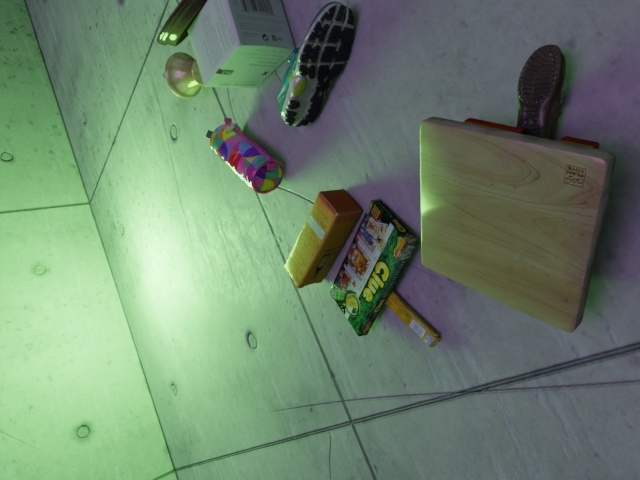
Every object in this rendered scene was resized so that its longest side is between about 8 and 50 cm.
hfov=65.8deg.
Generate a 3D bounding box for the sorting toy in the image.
[{"bbox_3d":[0.272,-0.040,0.706,0.257,0.089,0.255,27,136,43],"label":"sorting toy"}]

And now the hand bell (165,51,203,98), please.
[{"bbox_3d":[-0.288,-0.451,1.314,0.242,0.126,0.126,6,104,37],"label":"hand bell"}]

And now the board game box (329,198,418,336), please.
[{"bbox_3d":[0.099,0.060,1.007,0.136,0.030,0.259,52,134,37],"label":"board game box"}]

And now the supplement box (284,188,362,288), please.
[{"bbox_3d":[0.000,0.000,1.085,0.080,0.078,0.233,50,132,30],"label":"supplement box"}]

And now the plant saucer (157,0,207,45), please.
[{"bbox_3d":[-0.290,-0.572,1.190,0.041,0.277,0.278,40,145,-20],"label":"plant saucer"}]

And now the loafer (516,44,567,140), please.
[{"bbox_3d":[0.308,-0.194,0.691,0.056,0.050,0.147,26,120,41],"label":"loafer"}]

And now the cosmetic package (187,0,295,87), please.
[{"bbox_3d":[-0.183,-0.459,1.129,0.184,0.151,0.151,-24,81,51],"label":"cosmetic package"}]

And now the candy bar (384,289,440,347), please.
[{"bbox_3d":[0.170,0.145,0.965,0.161,0.018,0.040,45,130,33],"label":"candy bar"}]

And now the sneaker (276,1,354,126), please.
[{"bbox_3d":[-0.028,-0.365,1.013,0.275,0.107,0.110,-55,49,41],"label":"sneaker"}]

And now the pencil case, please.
[{"bbox_3d":[-0.190,-0.213,1.243,0.236,0.104,0.104,43,130,33],"label":"pencil case"}]
